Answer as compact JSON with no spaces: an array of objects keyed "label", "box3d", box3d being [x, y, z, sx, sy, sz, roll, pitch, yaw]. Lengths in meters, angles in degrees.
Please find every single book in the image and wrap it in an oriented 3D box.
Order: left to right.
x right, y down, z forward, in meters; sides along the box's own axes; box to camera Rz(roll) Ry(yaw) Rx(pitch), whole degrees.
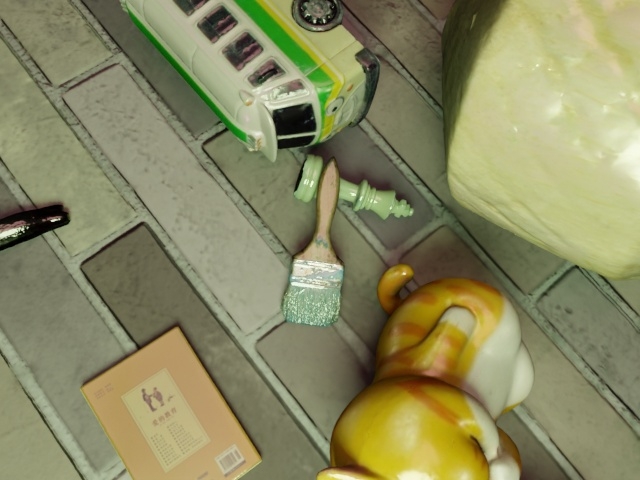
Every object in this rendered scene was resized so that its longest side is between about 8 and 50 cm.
[{"label":"book","box3d":[-0.156,0.193,0.571,0.118,0.012,0.172,-32,78,-17]}]

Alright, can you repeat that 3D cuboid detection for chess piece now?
[{"label":"chess piece","box3d":[0.045,-0.058,0.666,0.149,0.059,0.059,16,70,-7]}]

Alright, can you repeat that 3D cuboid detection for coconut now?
[{"label":"coconut","box3d":[0.312,-0.168,0.589,0.416,0.344,0.415,-1,54,1]}]

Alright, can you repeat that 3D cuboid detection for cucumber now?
[{"label":"cucumber","box3d":[-0.351,-0.010,0.604,0.135,0.034,0.033,-27,72,-16]}]

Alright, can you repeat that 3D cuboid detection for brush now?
[{"label":"brush","box3d":[0.000,0.000,0.624,0.070,0.021,0.196,9,88,-4]}]

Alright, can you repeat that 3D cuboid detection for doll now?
[{"label":"doll","box3d":[0.109,0.154,0.519,0.166,0.162,0.269,61,35,-23]}]

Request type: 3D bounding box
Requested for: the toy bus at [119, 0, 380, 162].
[{"label":"toy bus","box3d":[-0.088,-0.242,0.663,0.179,0.143,0.305,-40,81,-16]}]
